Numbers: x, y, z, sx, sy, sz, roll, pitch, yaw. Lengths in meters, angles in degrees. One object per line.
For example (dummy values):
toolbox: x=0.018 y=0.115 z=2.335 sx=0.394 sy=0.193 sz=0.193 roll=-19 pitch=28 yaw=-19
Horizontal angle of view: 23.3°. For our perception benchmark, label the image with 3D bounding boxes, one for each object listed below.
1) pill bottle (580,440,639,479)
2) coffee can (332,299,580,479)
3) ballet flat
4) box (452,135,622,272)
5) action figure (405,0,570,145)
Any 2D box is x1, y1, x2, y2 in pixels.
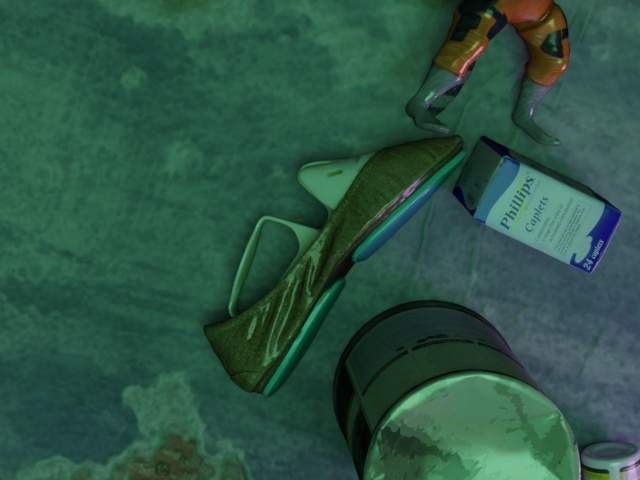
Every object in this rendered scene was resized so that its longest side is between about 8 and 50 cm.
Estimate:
pill bottle: x=0.318 y=0.281 z=1.672 sx=0.065 sy=0.065 sz=0.116 roll=-8 pitch=102 yaw=-4
coffee can: x=0.125 y=0.187 z=1.527 sx=0.202 sy=0.275 sz=0.201 roll=-1 pitch=101 yaw=-5
ballet flat: x=0.000 y=0.000 z=1.576 sx=0.124 sy=0.116 sz=0.342 roll=40 pitch=100 yaw=8
box: x=0.217 y=-0.038 z=1.566 sx=0.137 sy=0.126 sz=0.072 roll=24 pitch=99 yaw=-10
action figure: x=0.140 y=-0.268 z=1.493 sx=0.341 sy=0.178 sz=0.330 roll=4 pitch=97 yaw=-32
